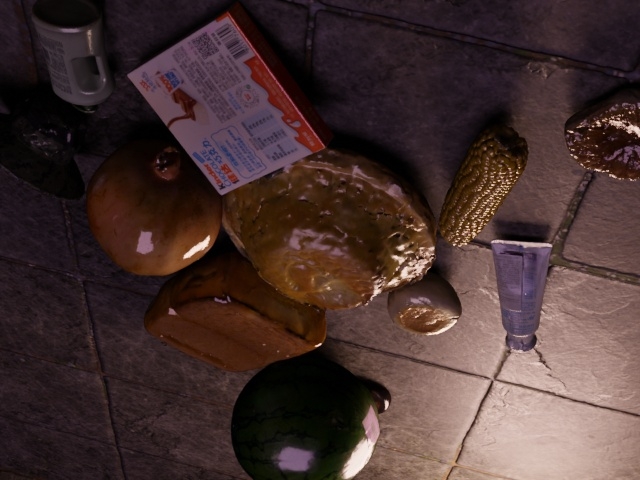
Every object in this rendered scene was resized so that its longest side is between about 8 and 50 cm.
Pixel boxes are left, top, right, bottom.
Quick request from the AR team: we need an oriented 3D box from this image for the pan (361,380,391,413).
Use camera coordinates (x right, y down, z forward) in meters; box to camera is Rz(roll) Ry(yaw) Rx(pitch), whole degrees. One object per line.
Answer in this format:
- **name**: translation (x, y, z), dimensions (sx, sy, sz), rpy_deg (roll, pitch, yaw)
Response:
- **pan**: translation (0.106, 0.419, 2.552), dimensions (0.115, 0.040, 0.212), rpy_deg (24, 145, -1)

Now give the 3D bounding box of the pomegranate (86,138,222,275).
- **pomegranate**: translation (-0.302, -0.072, 1.857), dimensions (0.252, 0.229, 0.270), rpy_deg (56, 141, 15)

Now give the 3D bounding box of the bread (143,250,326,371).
- **bread**: translation (-0.191, 0.155, 2.203), dimensions (0.337, 0.148, 0.328), rpy_deg (30, 143, -32)

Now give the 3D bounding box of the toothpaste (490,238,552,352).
- **toothpaste**: translation (0.393, 0.102, 1.979), dimensions (0.114, 0.073, 0.299), rpy_deg (6, 137, 16)

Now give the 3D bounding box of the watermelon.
- **watermelon**: translation (-0.043, 0.439, 2.392), dimensions (0.363, 0.363, 0.363), rpy_deg (11, 145, 8)

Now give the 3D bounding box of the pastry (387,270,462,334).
- **pastry**: translation (0.211, 0.127, 2.059), dimensions (0.156, 0.092, 0.156), rpy_deg (12, 148, 7)

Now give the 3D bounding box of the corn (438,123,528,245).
- **corn**: translation (0.276, -0.097, 1.716), dimensions (0.101, 0.101, 0.310), rpy_deg (17, 151, 0)

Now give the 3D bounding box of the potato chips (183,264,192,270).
- **potato chips**: translation (-0.294, 0.053, 2.222), dimensions (0.037, 0.026, 0.204), rpy_deg (-20, 132, 23)

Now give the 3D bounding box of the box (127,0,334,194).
- **box**: translation (-0.154, -0.227, 1.690), dimensions (0.265, 0.048, 0.273), rpy_deg (-20, 116, 38)

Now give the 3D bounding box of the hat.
- **hat**: translation (-0.509, -0.199, 1.859), dimensions (0.265, 0.265, 0.128), rpy_deg (33, 105, -23)

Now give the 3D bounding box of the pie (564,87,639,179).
- **pie**: translation (0.486, -0.162, 1.584), dimensions (0.195, 0.046, 0.195), rpy_deg (10, 146, 7)

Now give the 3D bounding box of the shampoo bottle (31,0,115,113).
- **shampoo bottle**: translation (-0.413, -0.304, 1.719), dimensions (0.118, 0.087, 0.234), rpy_deg (12, 145, 7)

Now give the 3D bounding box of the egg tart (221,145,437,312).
- **egg tart**: translation (0.000, 0.000, 1.890), dimensions (0.443, 0.178, 0.443), rpy_deg (11, 144, 8)
